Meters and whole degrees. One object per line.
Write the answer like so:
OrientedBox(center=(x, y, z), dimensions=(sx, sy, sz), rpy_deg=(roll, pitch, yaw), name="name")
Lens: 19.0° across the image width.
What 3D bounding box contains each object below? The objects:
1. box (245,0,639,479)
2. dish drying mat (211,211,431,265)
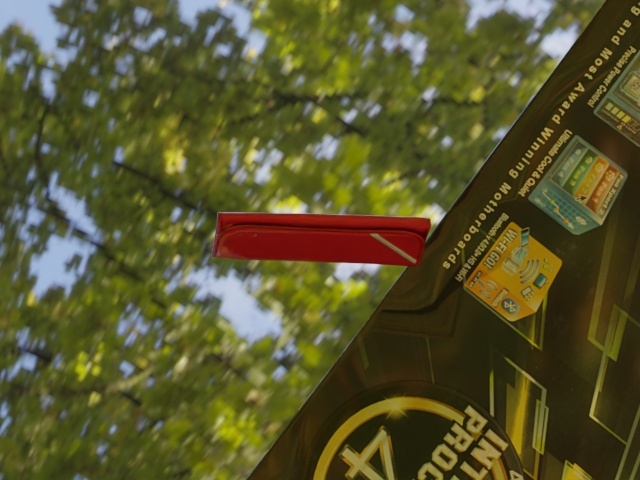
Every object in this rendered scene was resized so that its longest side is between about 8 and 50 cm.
OrientedBox(center=(0.191, 0.069, 0.789), dimensions=(0.318, 0.097, 0.395), rpy_deg=(40, -82, 17), name="box")
OrientedBox(center=(0.000, 0.000, 0.751), dimensions=(0.083, 0.032, 0.008), rpy_deg=(1, -120, -7), name="dish drying mat")
